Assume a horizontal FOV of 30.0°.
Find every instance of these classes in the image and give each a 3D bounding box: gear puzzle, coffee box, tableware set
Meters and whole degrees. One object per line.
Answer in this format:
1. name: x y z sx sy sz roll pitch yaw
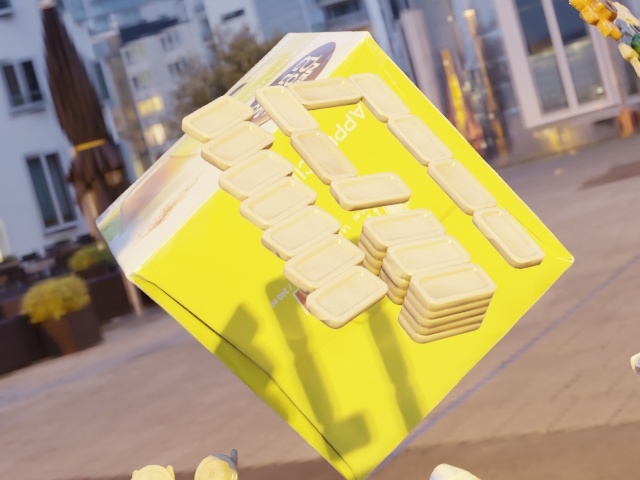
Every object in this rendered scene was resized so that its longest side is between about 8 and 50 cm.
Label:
1. gear puzzle: 0.389 -0.208 1.320 0.044 0.339 0.175 -47 32 30
2. coffee box: 0.000 0.000 1.333 0.337 0.338 0.334 -46 18 -4
3. tableware set: -0.151 0.318 1.380 0.169 0.141 0.020 -18 -28 15

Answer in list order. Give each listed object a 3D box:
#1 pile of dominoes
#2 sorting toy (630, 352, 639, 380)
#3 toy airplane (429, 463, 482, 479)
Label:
1. pile of dominoes: 0.021 -0.027 0.859 0.196 0.040 0.251 -11 46 -31
2. sorting toy: 0.333 0.137 1.082 0.045 0.075 0.083 -29 22 -25
3. toy airplane: 0.120 0.406 1.110 0.386 0.384 0.272 -19 41 -33
